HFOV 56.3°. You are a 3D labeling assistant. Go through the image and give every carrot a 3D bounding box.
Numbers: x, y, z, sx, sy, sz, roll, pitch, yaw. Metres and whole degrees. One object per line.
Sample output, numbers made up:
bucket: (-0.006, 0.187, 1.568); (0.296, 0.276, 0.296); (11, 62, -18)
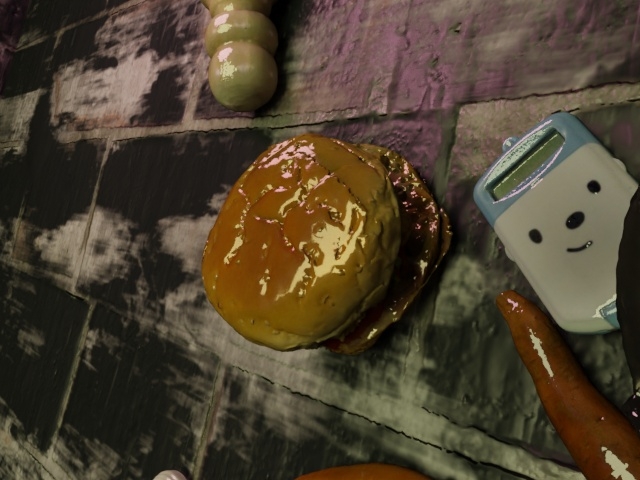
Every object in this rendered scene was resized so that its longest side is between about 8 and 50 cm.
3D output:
carrot: (0.051, 0.247, 0.580); (0.271, 0.066, 0.062); (-4, 30, 48)

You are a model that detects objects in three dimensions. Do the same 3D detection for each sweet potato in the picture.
sweet potato: (0.208, 0.145, 0.452); (0.057, 0.057, 0.265); (-50, 46, 22)

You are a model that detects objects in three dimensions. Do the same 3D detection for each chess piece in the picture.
chess piece: (-0.119, -0.321, 0.898); (0.142, 0.142, 0.261); (-19, 67, 40)

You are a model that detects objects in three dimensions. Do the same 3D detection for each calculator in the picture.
calculator: (0.213, -0.019, 0.514); (0.121, 0.039, 0.210); (-43, 49, 25)

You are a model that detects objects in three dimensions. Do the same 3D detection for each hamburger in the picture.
hamburger: (0.000, 0.000, 0.634); (0.244, 0.162, 0.245); (-20, 61, 40)

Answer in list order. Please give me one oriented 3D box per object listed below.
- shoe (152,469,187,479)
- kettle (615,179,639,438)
shoe: (-0.212, 0.428, 0.745); (0.095, 0.110, 0.265); (-32, 58, 35)
kettle: (0.309, 0.024, 0.250); (0.324, 0.228, 0.321); (-47, 71, 17)
